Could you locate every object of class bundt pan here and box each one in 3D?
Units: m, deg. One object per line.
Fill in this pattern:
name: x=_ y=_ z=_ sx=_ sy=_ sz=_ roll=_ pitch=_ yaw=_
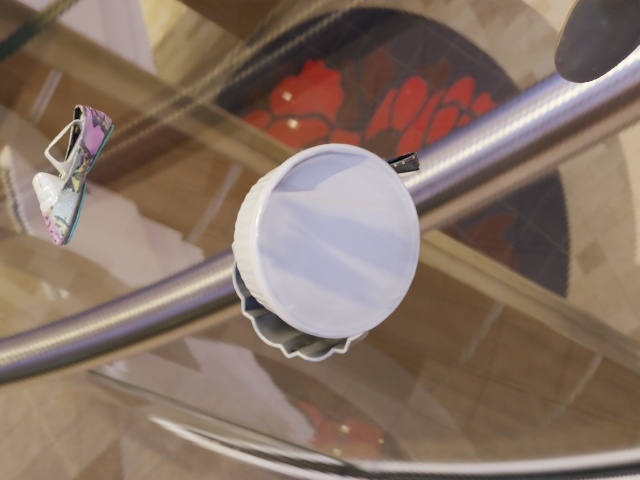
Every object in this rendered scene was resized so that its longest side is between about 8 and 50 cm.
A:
bundt pan: x=0.001 y=0.047 z=2.076 sx=0.330 sy=0.124 sz=0.331 roll=4 pitch=97 yaw=34

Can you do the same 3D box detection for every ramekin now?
ramekin: x=0.000 y=0.000 z=1.652 sx=0.127 sy=0.273 sz=0.273 roll=0 pitch=69 yaw=62

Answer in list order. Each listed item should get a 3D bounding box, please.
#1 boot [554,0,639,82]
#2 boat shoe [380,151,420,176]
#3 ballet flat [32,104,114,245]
boot: x=0.403 y=-0.357 z=1.546 sx=0.115 sy=0.112 sz=0.305 roll=-102 pitch=33 yaw=-60
boat shoe: x=0.115 y=-0.132 z=2.093 sx=0.133 sy=0.042 sz=0.049 roll=-12 pitch=17 yaw=-1
ballet flat: x=-0.370 y=-0.100 z=1.674 sx=0.077 sy=0.079 sz=0.222 roll=-19 pitch=49 yaw=53
